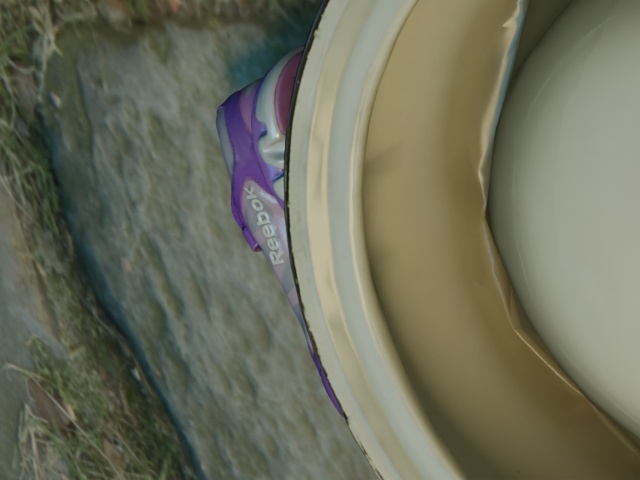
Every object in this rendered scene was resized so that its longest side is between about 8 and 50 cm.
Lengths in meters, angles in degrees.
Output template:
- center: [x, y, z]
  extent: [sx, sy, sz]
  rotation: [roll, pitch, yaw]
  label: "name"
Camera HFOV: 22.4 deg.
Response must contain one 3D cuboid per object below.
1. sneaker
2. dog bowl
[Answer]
- center: [0.000, 0.000, 0.971]
  extent: [0.105, 0.095, 0.236]
  rotation: [-1, 111, 50]
  label: "sneaker"
- center: [0.190, -0.005, 0.702]
  extent: [0.408, 0.150, 0.407]
  rotation: [13, 115, 30]
  label: "dog bowl"
